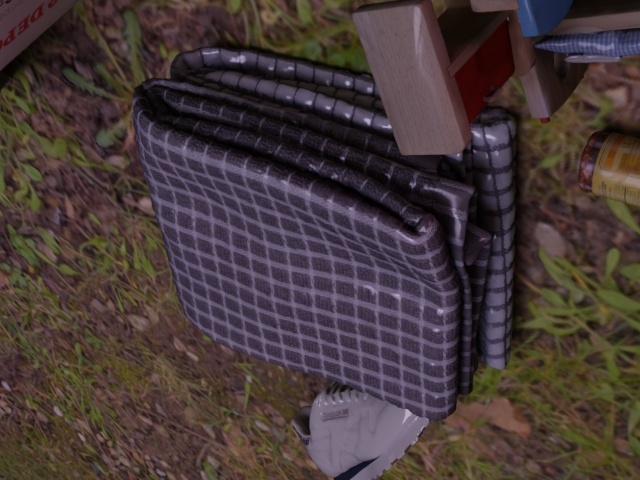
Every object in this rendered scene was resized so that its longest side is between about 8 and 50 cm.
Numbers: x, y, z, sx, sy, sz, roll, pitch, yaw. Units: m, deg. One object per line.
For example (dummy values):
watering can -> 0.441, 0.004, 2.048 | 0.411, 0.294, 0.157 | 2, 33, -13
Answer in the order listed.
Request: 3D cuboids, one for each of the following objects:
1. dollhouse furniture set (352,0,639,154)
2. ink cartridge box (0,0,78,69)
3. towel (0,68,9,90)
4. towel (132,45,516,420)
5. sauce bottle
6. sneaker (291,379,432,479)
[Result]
dollhouse furniture set -> 0.133, -0.098, 0.483 | 0.129, 0.183, 0.129 | 3, 128, 40
ink cartridge box -> -0.216, -0.255, 0.622 | 0.117, 0.207, 0.283 | 28, 142, 5
towel -> -0.373, -0.198, 0.761 | 0.056, 0.324, 0.312 | -21, 115, 10
towel -> 0.000, 0.000, 0.747 | 0.284, 0.121, 0.235 | 20, 138, 27
sauce bottle -> 0.218, -0.033, 0.588 | 0.128, 0.042, 0.042 | 16, 135, 27
sneaker -> 0.042, 0.154, 0.891 | 0.095, 0.090, 0.235 | 48, 142, 9
